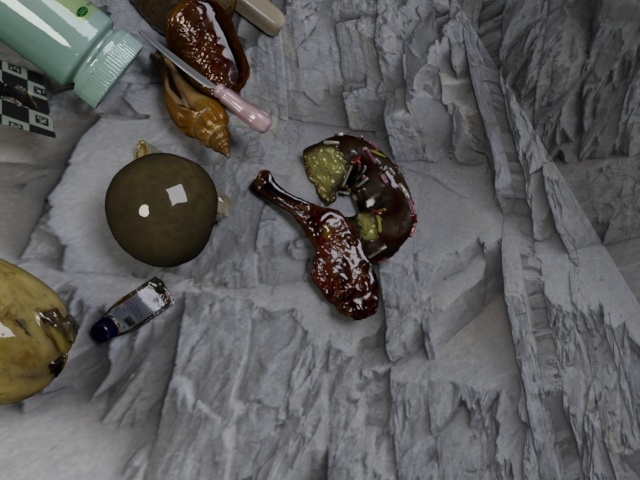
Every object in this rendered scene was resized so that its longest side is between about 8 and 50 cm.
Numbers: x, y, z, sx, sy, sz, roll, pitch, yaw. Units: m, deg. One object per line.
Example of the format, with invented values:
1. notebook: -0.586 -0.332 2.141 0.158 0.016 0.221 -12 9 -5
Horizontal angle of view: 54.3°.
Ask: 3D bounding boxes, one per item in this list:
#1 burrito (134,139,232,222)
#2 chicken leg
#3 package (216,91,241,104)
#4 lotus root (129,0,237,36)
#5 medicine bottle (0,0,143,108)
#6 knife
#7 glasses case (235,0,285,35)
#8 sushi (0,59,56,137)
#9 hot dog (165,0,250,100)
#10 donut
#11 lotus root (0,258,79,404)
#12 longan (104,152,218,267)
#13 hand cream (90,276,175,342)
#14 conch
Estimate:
1. burrito: -0.268 -0.111 1.233 0.226 0.060 0.087 32 40 -24
2. chicken leg: 0.000 0.000 1.404 0.158 0.096 0.407 -35 88 -31
3. package: -0.225 -0.339 1.456 0.083 0.029 0.059 16 58 -24
4. lotus root: -0.299 -0.604 1.465 0.272 0.192 0.272 25 42 -25
5. medicine bottle: -0.499 -0.399 1.132 0.318 0.158 0.158 37 43 -21
6. knife: -0.248 -0.334 1.325 0.336 0.043 0.081 33 16 -14
7. glasses case: -0.184 -0.633 1.684 0.196 0.050 0.083 32 43 -25
8. sushi: -0.567 -0.239 1.037 0.215 0.050 0.192 13 39 -43
9. hot dog: -0.248 -0.423 1.393 0.161 0.099 0.226 -23 101 -15
10. donut: 0.124 -0.112 1.566 0.259 0.136 0.345 -11 73 -44
11. lotus root: -0.477 0.091 0.810 0.310 0.183 0.182 35 44 -19
12. longan: -0.274 -0.059 1.098 0.198 0.198 0.212 43 56 -14
13. hand cream: -0.316 0.119 1.053 0.062 0.039 0.163 52 34 0
14. conch: -0.283 -0.288 1.334 0.109 0.093 0.330 -26 62 -32
